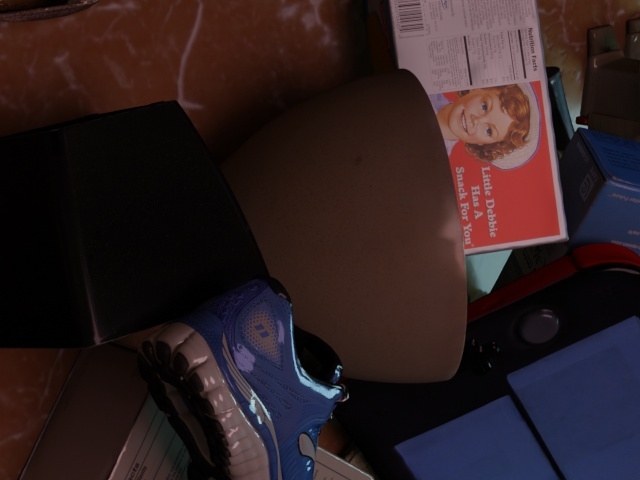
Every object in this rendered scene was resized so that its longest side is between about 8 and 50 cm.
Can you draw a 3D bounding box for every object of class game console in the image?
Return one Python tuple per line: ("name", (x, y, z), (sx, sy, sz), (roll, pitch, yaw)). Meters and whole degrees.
("game console", (0.229, 0.196, 1.670), (0.342, 0.060, 0.386), (-28, 127, 6))

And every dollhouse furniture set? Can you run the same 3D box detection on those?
("dollhouse furniture set", (0.396, -0.150, 1.773), (0.259, 0.262, 0.135), (-17, 113, -39))

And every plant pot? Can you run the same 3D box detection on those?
("plant pot", (0.000, 0.000, 1.453), (0.191, 0.284, 0.284), (-9, 108, -10))
("plant pot", (-0.180, -0.017, 1.317), (0.187, 0.188, 0.167), (-19, 101, -40))

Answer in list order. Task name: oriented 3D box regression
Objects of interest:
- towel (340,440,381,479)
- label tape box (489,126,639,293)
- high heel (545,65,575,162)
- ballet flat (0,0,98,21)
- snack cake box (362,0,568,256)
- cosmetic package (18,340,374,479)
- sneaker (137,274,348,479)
("towel", (0.074, 0.231, 1.713), (0.148, 0.027, 0.110), (-47, 128, -26))
("label tape box", (0.311, 0.065, 1.700), (0.240, 0.106, 0.334), (11, 122, -22))
("high heel", (0.204, -0.048, 1.729), (0.261, 0.093, 0.186), (-39, 122, -38))
("ballet flat", (-0.230, -0.214, 1.266), (0.316, 0.106, 0.108), (-24, 115, -38))
("snack cake box", (0.140, -0.119, 1.578), (0.152, 0.089, 0.264), (-8, 93, -15))
("cosmetic package", (-0.105, 0.222, 1.480), (0.309, 0.113, 0.160), (36, 75, -41))
("sneaker", (-0.031, 0.157, 1.328), (0.147, 0.130, 0.330), (-40, 142, -22))
